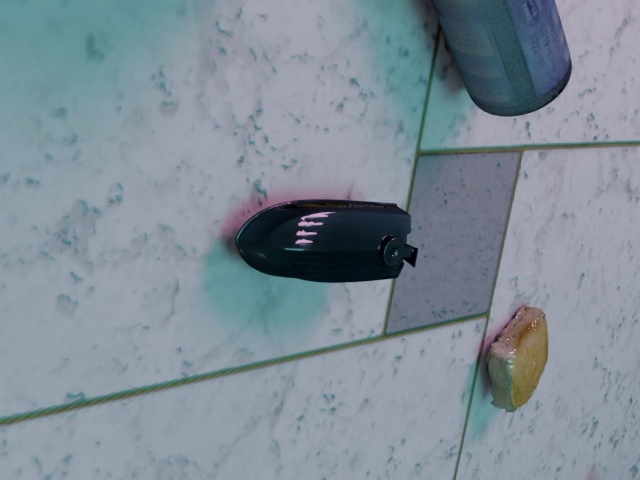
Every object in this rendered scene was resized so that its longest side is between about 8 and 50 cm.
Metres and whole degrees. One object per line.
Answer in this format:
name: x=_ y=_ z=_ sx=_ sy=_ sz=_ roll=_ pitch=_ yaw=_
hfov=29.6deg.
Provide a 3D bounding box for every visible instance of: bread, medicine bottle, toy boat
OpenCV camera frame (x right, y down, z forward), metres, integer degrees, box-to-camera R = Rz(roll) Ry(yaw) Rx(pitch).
bread: x=0.178 y=0.104 z=1.088 sx=0.083 sy=0.035 sz=0.070 roll=-47 pitch=138 yaw=-35
medicine bottle: x=0.116 y=-0.180 z=0.844 sx=0.083 sy=0.083 sz=0.203 roll=-52 pitch=141 yaw=-20
toy boat: x=0.000 y=0.000 z=0.811 sx=0.141 sy=0.060 sz=0.055 roll=0 pitch=106 yaw=-43
